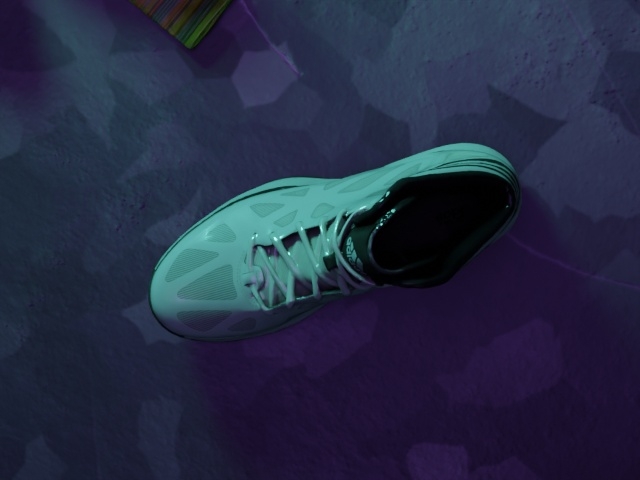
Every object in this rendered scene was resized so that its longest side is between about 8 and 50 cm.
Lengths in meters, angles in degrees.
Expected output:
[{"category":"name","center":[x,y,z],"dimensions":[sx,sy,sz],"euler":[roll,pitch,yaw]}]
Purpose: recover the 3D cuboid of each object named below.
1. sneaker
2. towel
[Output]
[{"category":"sneaker","center":[0.000,-0.001,1.327],"dimensions":[0.448,0.257,0.169],"euler":[-20,90,7]},{"category":"towel","center":[-0.212,-0.335,1.456],"dimensions":[0.237,0.021,0.102],"euler":[38,95,4]}]
